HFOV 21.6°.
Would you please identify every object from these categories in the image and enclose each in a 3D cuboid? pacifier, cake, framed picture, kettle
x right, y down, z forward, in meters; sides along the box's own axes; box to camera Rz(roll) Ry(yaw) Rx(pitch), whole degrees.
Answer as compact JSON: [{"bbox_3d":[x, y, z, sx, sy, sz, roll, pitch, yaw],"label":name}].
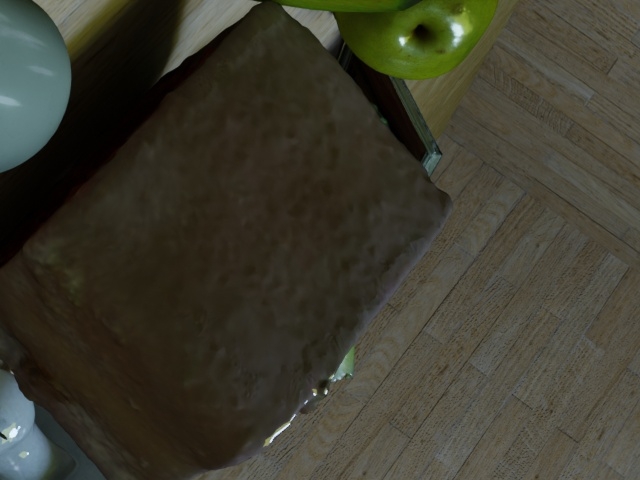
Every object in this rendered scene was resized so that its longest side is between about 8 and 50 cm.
[{"bbox_3d":[-0.265,0.184,1.465,0.287,0.238,0.226,-46,141,-20],"label":"pacifier"},{"bbox_3d":[-0.085,0.004,1.250,0.309,0.230,0.237,-53,-163,-30],"label":"cake"},{"bbox_3d":[0.066,-0.136,2.055,0.016,0.216,0.273,-21,162,-18],"label":"framed picture"},{"bbox_3d":[-0.195,-0.085,0.777,0.148,0.126,0.098,23,71,-82],"label":"kettle"}]

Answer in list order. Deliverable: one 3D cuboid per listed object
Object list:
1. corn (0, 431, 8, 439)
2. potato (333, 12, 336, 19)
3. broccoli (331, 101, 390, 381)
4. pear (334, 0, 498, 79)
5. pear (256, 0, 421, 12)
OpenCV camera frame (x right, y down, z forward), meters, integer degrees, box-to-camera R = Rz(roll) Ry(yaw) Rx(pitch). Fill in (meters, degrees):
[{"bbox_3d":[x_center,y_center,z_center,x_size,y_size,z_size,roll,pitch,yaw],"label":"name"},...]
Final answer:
[{"bbox_3d":[-0.334,0.185,1.110,0.305,0.106,0.106,-46,171,-42],"label":"corn"},{"bbox_3d":[0.037,-0.252,1.832,0.046,0.045,0.092,-19,176,8],"label":"potato"},{"bbox_3d":[-0.011,-0.032,1.992,0.254,0.186,0.302,-72,174,-52],"label":"broccoli"},{"bbox_3d":[0.101,-0.269,1.740,0.216,0.166,0.180,-78,-179,-51],"label":"pear"},{"bbox_3d":[0.081,-0.311,1.217,0.399,0.165,0.399,-53,174,-8],"label":"pear"}]
